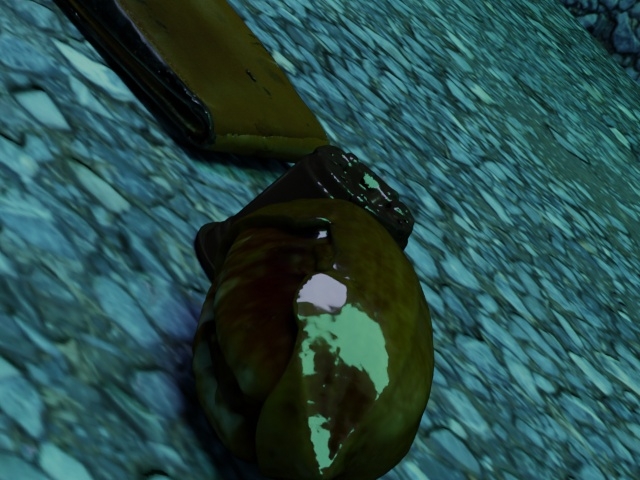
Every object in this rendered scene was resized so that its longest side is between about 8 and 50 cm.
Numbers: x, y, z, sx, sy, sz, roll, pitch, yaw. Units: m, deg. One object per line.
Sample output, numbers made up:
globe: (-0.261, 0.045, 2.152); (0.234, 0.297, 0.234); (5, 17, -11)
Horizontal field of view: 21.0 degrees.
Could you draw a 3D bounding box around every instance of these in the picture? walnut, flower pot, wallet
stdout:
walnut: (-0.003, 0.050, 0.817); (0.116, 0.116, 0.207); (35, 25, -21)
flower pot: (0.000, 0.000, 0.960); (0.111, 0.089, 0.111); (37, 17, -14)
wallet: (-0.091, -0.124, 1.160); (0.195, 0.042, 0.161); (51, 23, 20)
